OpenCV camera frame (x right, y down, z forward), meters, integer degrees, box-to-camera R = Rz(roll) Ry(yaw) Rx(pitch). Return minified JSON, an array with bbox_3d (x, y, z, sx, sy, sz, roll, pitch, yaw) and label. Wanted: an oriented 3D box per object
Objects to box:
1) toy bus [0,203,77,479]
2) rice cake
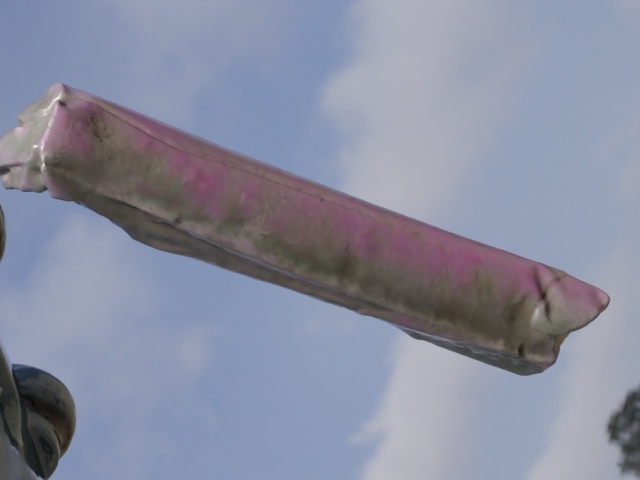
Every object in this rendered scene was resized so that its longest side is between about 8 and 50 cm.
[{"bbox_3d":[-0.247,0.113,0.732,0.197,0.232,0.294,-99,-2,-49],"label":"toy bus"},{"bbox_3d":[0.000,0.001,0.622,0.055,0.270,0.049,15,86,68],"label":"rice cake"}]
